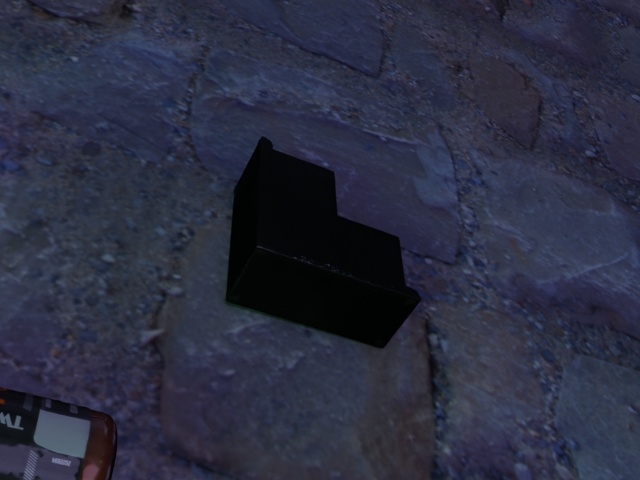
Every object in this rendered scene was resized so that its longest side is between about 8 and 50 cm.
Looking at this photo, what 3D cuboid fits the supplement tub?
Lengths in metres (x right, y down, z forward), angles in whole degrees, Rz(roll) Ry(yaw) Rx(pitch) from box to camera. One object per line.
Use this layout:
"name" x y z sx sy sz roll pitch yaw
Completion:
"supplement tub" -0.223 0.128 0.495 0.197 0.106 0.106 18 40 -18

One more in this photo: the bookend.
"bookend" 0.000 0.000 0.812 0.156 0.072 0.157 18 39 -18
